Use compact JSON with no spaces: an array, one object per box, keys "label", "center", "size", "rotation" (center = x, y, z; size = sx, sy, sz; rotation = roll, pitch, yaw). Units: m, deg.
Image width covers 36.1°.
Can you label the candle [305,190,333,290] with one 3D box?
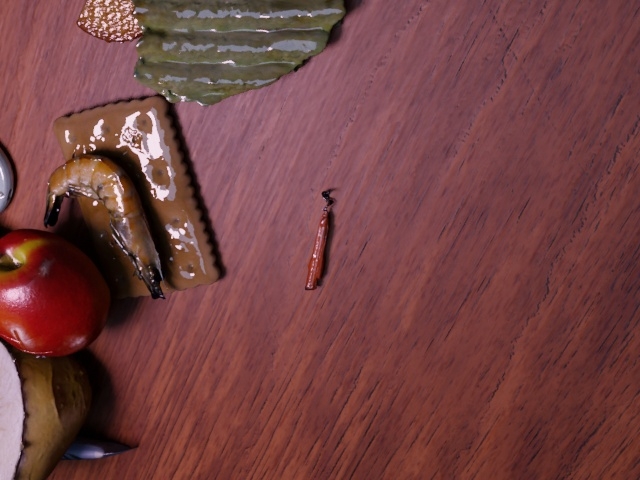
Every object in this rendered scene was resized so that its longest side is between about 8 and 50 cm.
[{"label":"candle","center":[0.001,0.000,1.529],"size":[0.026,0.021,0.167],"rotation":[5,112,-13]}]

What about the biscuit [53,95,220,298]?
[{"label":"biscuit","center":[-0.299,-0.063,1.588],"size":[0.217,0.044,0.324],"rotation":[-8,107,21]}]

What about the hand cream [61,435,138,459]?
[{"label":"hand cream","center":[-0.470,0.372,1.782],"size":[0.272,0.091,0.058],"rotation":[0,83,20]}]

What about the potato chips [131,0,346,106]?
[{"label":"potato chips","center":[-0.133,-0.395,1.374],"size":[0.389,0.097,0.373],"rotation":[-21,102,16]}]

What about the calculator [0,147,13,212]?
[{"label":"calculator","center":[-0.656,-0.138,1.671],"size":[0.295,0.042,0.184],"rotation":[24,115,6]}]

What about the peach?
[{"label":"peach","center":[-0.444,0.091,1.581],"size":[0.196,0.189,0.226],"rotation":[-27,141,-1]}]

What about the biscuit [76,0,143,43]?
[{"label":"biscuit","center":[-0.281,-0.379,1.475],"size":[0.126,0.025,0.206],"rotation":[36,116,3]}]

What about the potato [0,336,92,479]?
[{"label":"potato","center":[-0.511,0.310,1.693],"size":[0.246,0.196,0.299],"rotation":[28,102,36]}]

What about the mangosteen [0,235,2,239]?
[{"label":"mangosteen","center":[-0.605,0.045,1.658],"size":[0.181,0.155,0.145],"rotation":[19,145,-12]}]

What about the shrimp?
[{"label":"shrimp","center":[-0.351,-0.010,1.583],"size":[0.198,0.051,0.261],"rotation":[-14,108,33]}]
